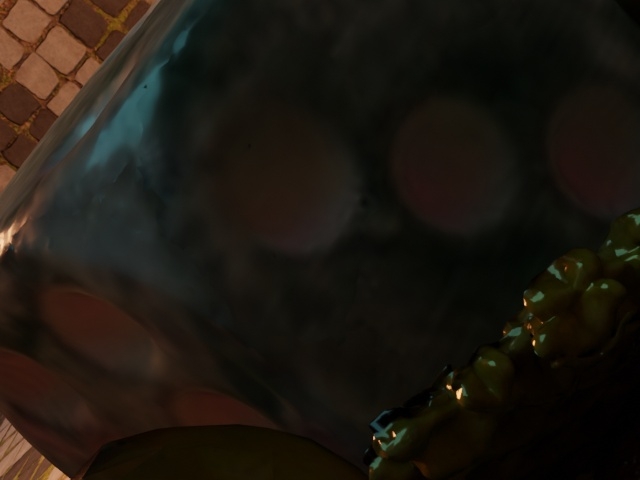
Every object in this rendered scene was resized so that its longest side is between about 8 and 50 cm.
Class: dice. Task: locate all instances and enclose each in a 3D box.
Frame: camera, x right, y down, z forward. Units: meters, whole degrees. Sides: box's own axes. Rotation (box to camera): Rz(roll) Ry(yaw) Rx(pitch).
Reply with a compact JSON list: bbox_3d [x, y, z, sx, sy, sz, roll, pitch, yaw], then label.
[{"bbox_3d":[0.000,0.000,1.141,0.348,0.328,0.330,-56,12,-25],"label":"dice"}]

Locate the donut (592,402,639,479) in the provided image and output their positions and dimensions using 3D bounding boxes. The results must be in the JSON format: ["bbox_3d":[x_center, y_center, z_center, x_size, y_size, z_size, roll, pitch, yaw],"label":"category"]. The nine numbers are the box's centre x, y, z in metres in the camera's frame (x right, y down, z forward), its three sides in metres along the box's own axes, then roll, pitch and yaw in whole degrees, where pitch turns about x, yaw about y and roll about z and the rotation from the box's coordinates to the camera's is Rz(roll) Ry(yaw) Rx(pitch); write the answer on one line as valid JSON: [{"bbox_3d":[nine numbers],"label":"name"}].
[{"bbox_3d":[0.184,0.092,0.792,0.184,0.073,0.166,-46,15,28],"label":"donut"}]

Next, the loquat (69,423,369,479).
[{"bbox_3d":[-0.052,0.204,0.939,0.235,0.235,0.235,-48,11,13],"label":"loquat"}]

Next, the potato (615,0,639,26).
[{"bbox_3d":[0.198,-0.195,1.243,0.307,0.173,0.210,-15,1,17],"label":"potato"}]

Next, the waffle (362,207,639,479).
[{"bbox_3d":[0.125,0.065,0.873,0.228,0.051,0.231,-41,-24,-3],"label":"waffle"}]
